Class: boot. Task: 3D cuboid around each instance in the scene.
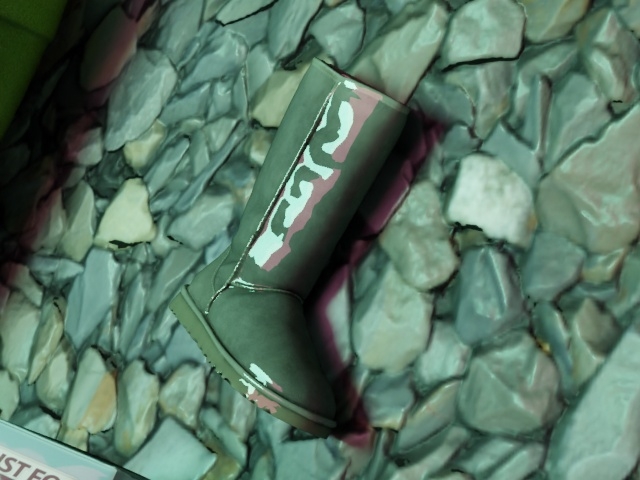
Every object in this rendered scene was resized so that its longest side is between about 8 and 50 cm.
[{"bbox_3d":[-0.001,0.000,0.869,0.208,0.076,0.189,-53,48,5],"label":"boot"}]

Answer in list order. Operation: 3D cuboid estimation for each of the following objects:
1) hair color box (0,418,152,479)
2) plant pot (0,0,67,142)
[{"bbox_3d":[-0.204,0.306,0.791,0.113,0.185,0.374,19,77,21],"label":"hair color box"},{"bbox_3d":[-0.419,-0.115,1.108,0.366,0.366,0.353,16,91,45],"label":"plant pot"}]
